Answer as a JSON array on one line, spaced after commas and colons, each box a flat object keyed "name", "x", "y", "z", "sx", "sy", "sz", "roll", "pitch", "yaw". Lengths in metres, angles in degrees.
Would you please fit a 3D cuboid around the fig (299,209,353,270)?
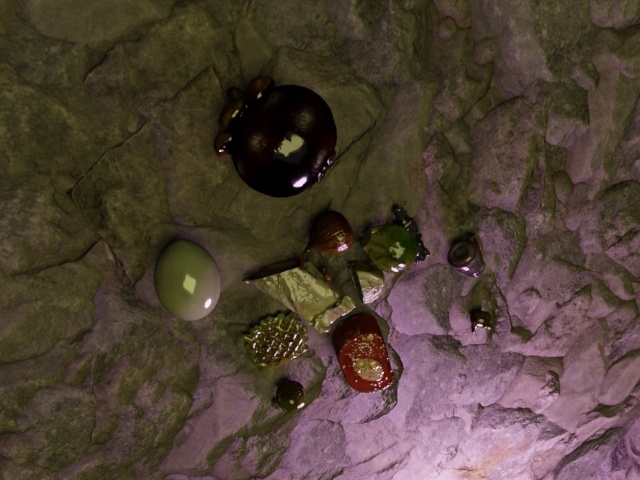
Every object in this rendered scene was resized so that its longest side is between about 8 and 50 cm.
[{"name": "fig", "x": 0.000, "y": 0.000, "z": 1.551, "sx": 0.201, "sy": 0.146, "sz": 0.134, "roll": -32, "pitch": 102, "yaw": -6}]

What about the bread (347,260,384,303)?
[{"name": "bread", "x": 0.165, "y": 0.128, "z": 1.686, "sx": 0.110, "sy": 0.103, "sz": 0.156, "roll": -20, "pitch": 124, "yaw": -4}]

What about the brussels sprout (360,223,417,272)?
[{"name": "brussels sprout", "x": 0.229, "y": 0.021, "z": 1.637, "sx": 0.180, "sy": 0.161, "sz": 0.144, "roll": 33, "pitch": 52, "yaw": -17}]

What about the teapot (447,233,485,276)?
[{"name": "teapot", "x": 0.539, "y": 0.061, "z": 1.809, "sx": 0.116, "sy": 0.148, "sz": 0.146, "roll": -23, "pitch": 137, "yaw": 30}]

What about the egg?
[{"name": "egg", "x": -0.384, "y": 0.116, "z": 1.434, "sx": 0.186, "sy": 0.186, "sz": 0.253, "roll": -9, "pitch": 115, "yaw": -16}]

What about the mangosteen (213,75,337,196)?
[{"name": "mangosteen", "x": -0.126, "y": -0.283, "z": 1.326, "sx": 0.347, "sy": 0.307, "sz": 0.307, "roll": 33, "pitch": 98, "yaw": 0}]

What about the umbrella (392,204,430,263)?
[{"name": "umbrella", "x": 0.306, "y": -0.023, "z": 1.703, "sx": 0.066, "sy": 0.059, "sz": 0.236, "roll": -44, "pitch": 121, "yaw": -19}]

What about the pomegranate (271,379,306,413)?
[{"name": "pomegranate", "x": -0.118, "y": 0.562, "z": 1.767, "sx": 0.114, "sy": 0.114, "sz": 0.142, "roll": 36, "pitch": 124, "yaw": -28}]

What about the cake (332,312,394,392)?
[{"name": "cake", "x": 0.149, "y": 0.407, "z": 1.774, "sx": 0.177, "sy": 0.151, "sz": 0.283, "roll": -18, "pitch": 116, "yaw": 1}]

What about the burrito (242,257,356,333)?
[{"name": "burrito", "x": -0.058, "y": 0.154, "z": 1.584, "sx": 0.347, "sy": 0.107, "sz": 0.175, "roll": 35, "pitch": 88, "yaw": -10}]

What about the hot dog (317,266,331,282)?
[{"name": "hot dog", "x": -0.008, "y": 0.172, "z": 1.667, "sx": 0.072, "sy": 0.055, "sz": 0.188, "roll": 11, "pitch": 104, "yaw": -1}]

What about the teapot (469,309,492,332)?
[{"name": "teapot", "x": 0.625, "y": 0.330, "z": 1.954, "sx": 0.080, "sy": 0.085, "sz": 0.110, "roll": 12, "pitch": 126, "yaw": -22}]

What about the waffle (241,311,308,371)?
[{"name": "waffle", "x": -0.146, "y": 0.342, "z": 1.688, "sx": 0.223, "sy": 0.054, "sz": 0.204, "roll": -22, "pitch": 116, "yaw": -10}]
